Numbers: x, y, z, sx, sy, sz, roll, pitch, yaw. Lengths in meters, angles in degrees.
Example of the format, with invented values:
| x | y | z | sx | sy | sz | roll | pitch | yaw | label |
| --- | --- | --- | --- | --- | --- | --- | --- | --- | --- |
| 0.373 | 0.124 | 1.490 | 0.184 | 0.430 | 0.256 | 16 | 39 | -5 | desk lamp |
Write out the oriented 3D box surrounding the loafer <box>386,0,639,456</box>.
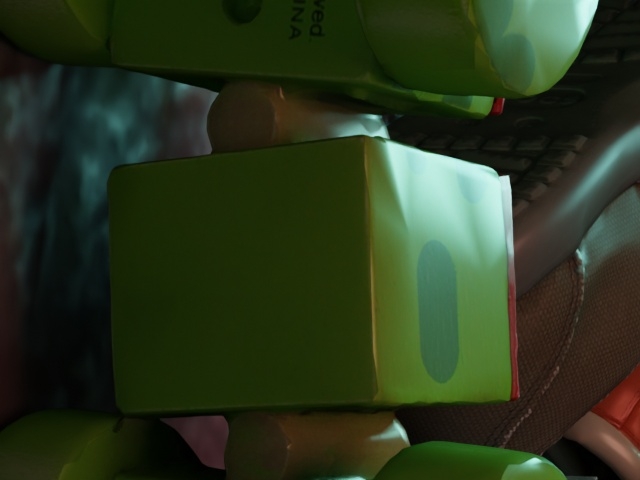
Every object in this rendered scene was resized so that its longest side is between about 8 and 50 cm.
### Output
| x | y | z | sx | sy | sz | roll | pitch | yaw | label |
| --- | --- | --- | --- | --- | --- | --- | --- | --- | --- |
| 0.077 | -0.013 | 0.529 | 0.251 | 0.094 | 0.087 | -34 | 123 | -42 | loafer |

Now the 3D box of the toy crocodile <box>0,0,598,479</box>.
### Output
| x | y | z | sx | sy | sz | roll | pitch | yaw | label |
| --- | --- | --- | --- | --- | --- | --- | --- | --- | --- |
| 0.000 | 0.000 | 0.377 | 0.105 | 0.115 | 0.341 | 5 | 87 | -60 | toy crocodile |

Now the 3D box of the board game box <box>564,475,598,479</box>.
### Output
| x | y | z | sx | sy | sz | roll | pitch | yaw | label |
| --- | --- | --- | --- | --- | --- | --- | --- | --- | --- |
| 0.038 | 0.088 | 0.453 | 0.090 | 0.090 | 0.020 | 58 | 44 | -39 | board game box |

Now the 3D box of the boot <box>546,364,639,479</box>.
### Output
| x | y | z | sx | sy | sz | roll | pitch | yaw | label |
| --- | --- | --- | --- | --- | --- | --- | --- | --- | --- |
| 0.116 | 0.070 | 0.616 | 0.085 | 0.059 | 0.158 | -59 | 137 | -21 | boot |
